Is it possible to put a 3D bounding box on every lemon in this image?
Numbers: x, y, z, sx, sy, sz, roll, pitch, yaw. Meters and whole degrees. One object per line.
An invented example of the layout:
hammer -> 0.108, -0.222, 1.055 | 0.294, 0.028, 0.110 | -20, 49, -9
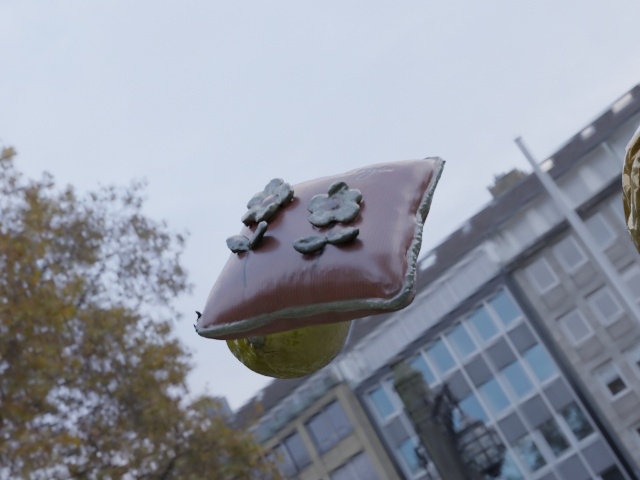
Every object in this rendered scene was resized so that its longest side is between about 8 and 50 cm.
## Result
lemon -> -0.048, 0.104, 1.488 | 0.184, 0.184, 0.248 | -34, -1, 10

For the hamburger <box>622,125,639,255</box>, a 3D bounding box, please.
hamburger -> 0.382, -0.033, 0.796 | 0.319, 0.158, 0.318 | -1, -57, -1

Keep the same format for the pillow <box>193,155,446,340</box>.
pillow -> 0.000, 0.000, 0.818 | 0.179, 0.171, 0.075 | -12, -55, 27
